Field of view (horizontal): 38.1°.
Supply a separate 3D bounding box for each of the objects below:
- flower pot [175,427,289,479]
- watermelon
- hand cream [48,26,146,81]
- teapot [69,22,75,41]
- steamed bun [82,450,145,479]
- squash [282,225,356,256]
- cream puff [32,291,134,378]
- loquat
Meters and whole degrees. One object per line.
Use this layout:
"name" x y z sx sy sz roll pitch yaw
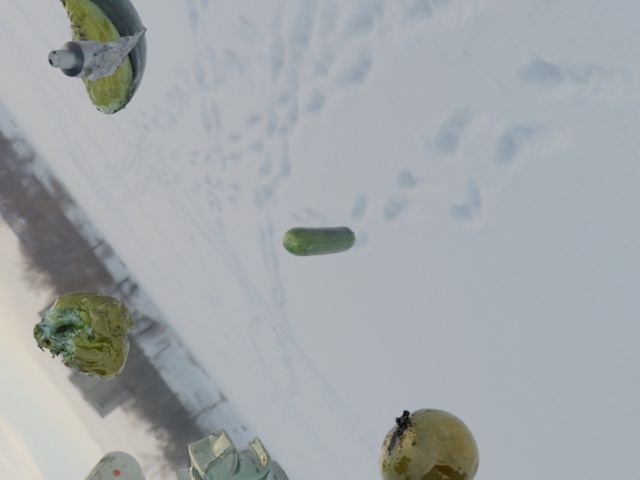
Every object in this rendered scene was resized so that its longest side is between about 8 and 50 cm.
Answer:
"flower pot" -0.193 0.465 1.364 0.254 0.368 0.164 60 167 -17
"watermelon" -0.375 -0.345 1.641 0.301 0.129 0.123 88 -177 -48
"hand cream" -0.337 -0.287 1.430 0.050 0.084 0.257 38 -161 3
"teapot" -0.521 -0.494 2.176 0.108 0.149 0.111 65 146 22
"steamed bun" -0.444 0.550 1.929 0.131 0.228 0.177 36 -168 6
"squash" 0.000 0.000 2.015 0.066 0.066 0.229 48 -151 24
"cream puff" -0.499 0.201 2.042 0.221 0.194 0.194 29 157 33
"loquat" 0.187 0.369 1.570 0.204 0.172 0.149 38 -157 -34
